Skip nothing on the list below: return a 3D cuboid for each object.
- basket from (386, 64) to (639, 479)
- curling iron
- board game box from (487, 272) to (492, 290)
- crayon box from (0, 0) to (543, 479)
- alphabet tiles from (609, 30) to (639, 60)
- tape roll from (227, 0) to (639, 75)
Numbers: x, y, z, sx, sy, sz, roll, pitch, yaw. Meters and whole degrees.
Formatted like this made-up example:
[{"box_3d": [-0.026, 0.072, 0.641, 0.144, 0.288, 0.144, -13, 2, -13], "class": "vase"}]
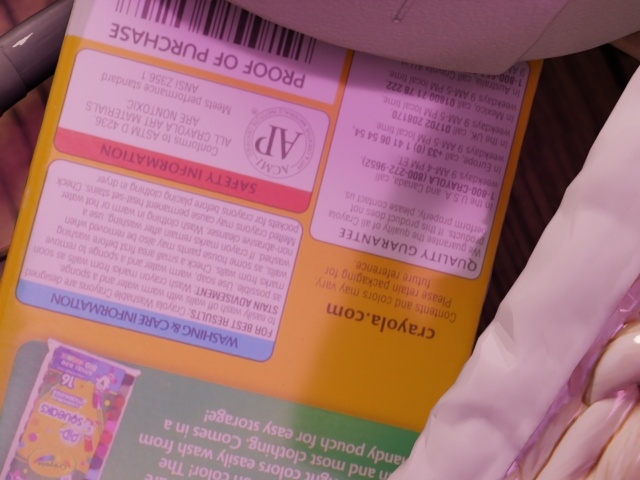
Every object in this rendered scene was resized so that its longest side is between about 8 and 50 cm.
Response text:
[{"box_3d": [0.255, 0.043, 0.443, 0.266, 0.331, 0.328, 39, 108, 26], "class": "basket"}, {"box_3d": [-0.164, -0.070, 0.607, 0.274, 0.068, 0.035, -43, 92, -12], "class": "curling iron"}, {"box_3d": [0.000, 0.000, 0.633, 0.169, 0.033, 0.133, -18, 90, -8], "class": "board game box"}, {"box_3d": [-0.038, 0.031, 0.569, 0.203, 0.083, 0.322, 15, 86, -6], "class": "crayon box"}, {"box_3d": [0.155, -0.221, 0.619, 0.343, 0.011, 0.285, 28, 65, -8], "class": "alphabet tiles"}, {"box_3d": [0.046, -0.258, 0.544, 0.392, 0.072, 0.392, 6, 68, -14], "class": "tape roll"}]
